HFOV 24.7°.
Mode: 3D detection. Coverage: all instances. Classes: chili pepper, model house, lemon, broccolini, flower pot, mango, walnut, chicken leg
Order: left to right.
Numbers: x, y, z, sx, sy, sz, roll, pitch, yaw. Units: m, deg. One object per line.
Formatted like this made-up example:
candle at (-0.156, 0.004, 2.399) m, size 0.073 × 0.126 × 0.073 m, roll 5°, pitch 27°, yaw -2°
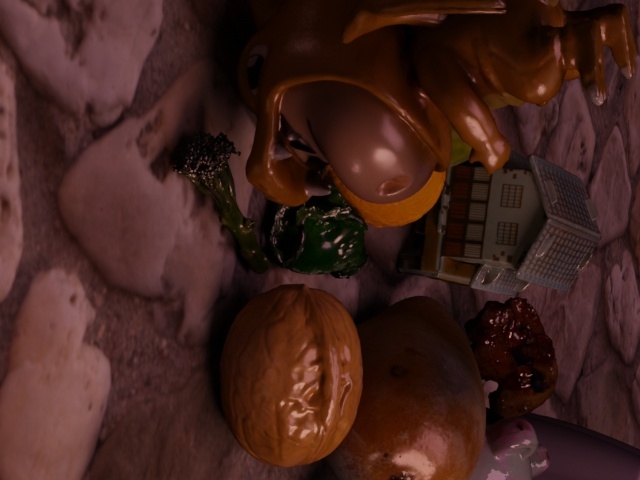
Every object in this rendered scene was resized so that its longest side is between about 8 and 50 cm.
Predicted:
broccolini at (-0.097, -0.040, 1.554) m, size 0.067 × 0.058 × 0.216 m, roll -37°, pitch 146°, yaw -8°
walnut at (-0.031, 0.146, 1.589) m, size 0.159 × 0.159 × 0.206 m, roll -14°, pitch 113°, yaw -60°
chili pepper at (0.002, 0.002, 1.716) m, size 0.108 × 0.062 × 0.216 m, roll -46°, pitch 149°, yaw -1°
lemon at (0.068, -0.092, 1.734) m, size 0.187 × 0.142 × 0.142 m, roll 27°, pitch 71°, yaw -43°
mango at (0.101, 0.192, 1.782) m, size 0.221 × 0.199 × 0.384 m, roll 44°, pitch 26°, yaw -14°
chicken leg at (0.264, 0.197, 2.139) m, size 0.322 × 0.177 × 0.083 m, roll 60°, pitch 8°, yaw -49°
model house at (0.249, -0.025, 1.999) m, size 0.224 × 0.215 × 0.198 m, roll 16°, pitch 83°, yaw -61°
flower pot at (0.415, 0.414, 2.370) m, size 0.265 × 0.243 × 0.265 m, roll -11°, pitch 103°, yaw -61°

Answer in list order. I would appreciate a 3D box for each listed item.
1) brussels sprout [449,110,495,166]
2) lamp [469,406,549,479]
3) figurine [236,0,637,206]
brussels sprout at (0.141, -0.162, 1.879) m, size 0.151 × 0.122 × 0.149 m, roll 59°, pitch 25°, yaw 8°
lamp at (0.192, 0.318, 2.006) m, size 0.301 × 0.247 × 0.247 m, roll 54°, pitch 18°, yaw -60°
figurine at (0.112, -0.206, 1.496) m, size 0.268 × 0.387 × 0.401 m, roll 67°, pitch 29°, yaw -28°
